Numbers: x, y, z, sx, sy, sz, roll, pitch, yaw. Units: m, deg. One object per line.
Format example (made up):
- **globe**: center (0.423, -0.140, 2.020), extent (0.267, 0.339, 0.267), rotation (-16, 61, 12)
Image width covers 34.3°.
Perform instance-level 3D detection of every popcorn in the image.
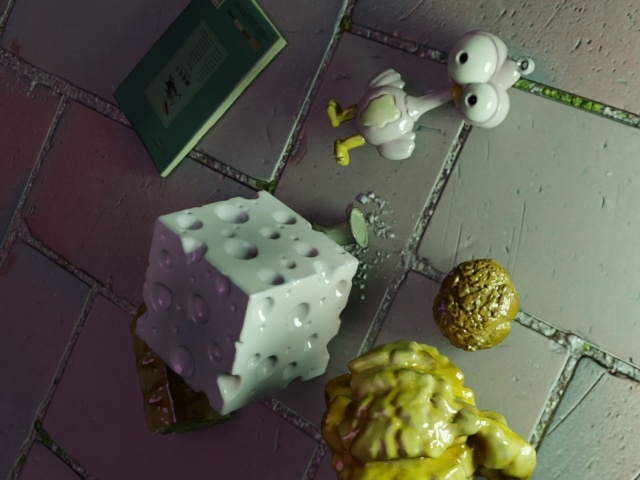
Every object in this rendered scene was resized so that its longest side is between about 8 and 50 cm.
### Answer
- **popcorn**: center (0.145, 0.278, 1.496), extent (0.332, 0.265, 0.225), rotation (19, 114, 19)

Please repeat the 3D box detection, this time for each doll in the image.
- **doll**: center (0.179, -0.229, 1.691), extent (0.365, 0.094, 0.160), rotation (-19, 72, 32)

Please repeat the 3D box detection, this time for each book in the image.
- **book**: center (-0.253, -0.342, 2.073), extent (0.379, 0.031, 0.264), rotation (-45, 56, 20)

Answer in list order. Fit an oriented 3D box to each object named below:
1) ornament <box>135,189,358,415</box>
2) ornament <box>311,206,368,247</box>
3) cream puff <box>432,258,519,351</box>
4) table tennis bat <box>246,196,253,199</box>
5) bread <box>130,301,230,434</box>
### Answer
- **ornament**: center (-0.124, 0.093, 1.690), extent (0.239, 0.240, 0.239), rotation (37, 126, 33)
- **ornament**: center (0.000, 0.000, 1.777), extent (0.156, 0.081, 0.074), rotation (-19, 73, 27)
- **cream puff**: center (0.232, 0.094, 1.568), extent (0.126, 0.103, 0.144), rotation (34, 94, 38)
- **table tennis bat**: center (-0.102, 0.037, 1.882), extent (0.138, 0.022, 0.246), rotation (-23, 68, 29)
- **bread**: center (-0.262, 0.220, 1.888), extent (0.152, 0.130, 0.267), rotation (-13, 66, -5)
